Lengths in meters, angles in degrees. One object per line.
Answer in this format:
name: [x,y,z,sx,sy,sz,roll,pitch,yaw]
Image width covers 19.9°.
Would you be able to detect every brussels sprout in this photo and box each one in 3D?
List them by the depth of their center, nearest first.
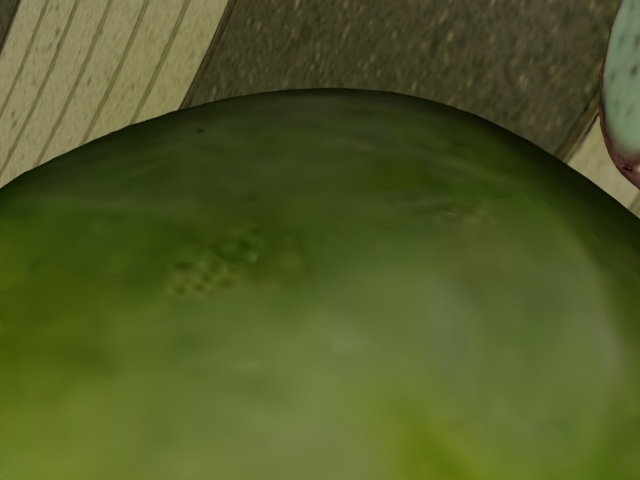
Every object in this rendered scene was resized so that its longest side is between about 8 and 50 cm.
brussels sprout: [-0.003,0.137,0.510,0.275,0.315,0.371,13,124,37]

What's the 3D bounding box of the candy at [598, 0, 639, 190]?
candy: [0.136,-0.060,0.613,0.103,0.043,0.103,-34,49,52]
